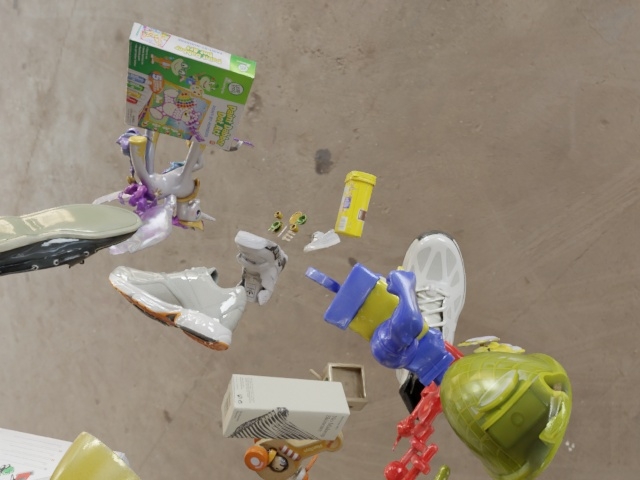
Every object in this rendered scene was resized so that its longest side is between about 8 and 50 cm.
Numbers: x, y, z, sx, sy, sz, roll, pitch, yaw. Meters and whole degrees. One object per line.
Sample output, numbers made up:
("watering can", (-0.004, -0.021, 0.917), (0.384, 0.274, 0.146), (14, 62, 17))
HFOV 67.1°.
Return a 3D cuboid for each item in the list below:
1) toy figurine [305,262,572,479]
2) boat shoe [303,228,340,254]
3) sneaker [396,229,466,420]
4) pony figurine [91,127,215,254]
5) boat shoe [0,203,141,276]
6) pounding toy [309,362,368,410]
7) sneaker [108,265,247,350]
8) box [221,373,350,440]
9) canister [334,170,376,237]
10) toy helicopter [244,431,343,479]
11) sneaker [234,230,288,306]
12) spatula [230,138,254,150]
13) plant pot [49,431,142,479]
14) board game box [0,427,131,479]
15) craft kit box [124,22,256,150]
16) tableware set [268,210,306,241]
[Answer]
("toy figurine", (0.053, 0.110, 0.468), (0.217, 0.362, 0.191), (40, 90, 9))
("boat shoe", (0.000, 0.000, 1.623), (0.066, 0.184, 0.063), (-30, 84, 43))
("sneaker", (0.270, 0.212, 1.132), (0.168, 0.257, 0.448), (4, 101, 5))
("pony figurine", (-0.462, -0.143, 1.363), (0.303, 0.350, 0.364), (49, 141, 39))
("boat shoe", (-0.542, 0.009, 0.999), (0.127, 0.340, 0.113), (36, 123, 27))
("pounding toy", (0.050, 0.415, 1.385), (0.100, 0.141, 0.130), (112, 160, -49))
("sneaker", (-0.241, 0.089, 0.839), (0.262, 0.099, 0.121), (22, 64, 18))
("box", (-0.081, 0.388, 1.112), (0.094, 0.274, 0.113), (-109, 35, -53))
("canister", (0.093, -0.096, 1.334), (0.073, 0.126, 0.170), (14, 88, -7))
("toy helicopter", (-0.073, 0.752, 1.683), (0.354, 0.140, 0.235), (-25, 97, 15))
("sneaker", (-0.223, 0.106, 1.658), (0.137, 0.366, 0.210), (19, 80, 14))
("spatula", (-0.320, -0.363, 1.850), (0.084, 0.296, 0.030), (17, 109, 2))
("plant pot", (-0.286, 0.320, 0.594), (0.134, 0.095, 0.134), (22, 135, 24))
("board game box", (-0.513, 0.435, 0.828), (0.305, 0.193, 0.053), (3, 121, 17))
("craft kit box", (-0.290, -0.318, 1.049), (0.250, 0.246, 0.061), (128, 146, -55))
("tableware set", (-0.105, -0.056, 1.485), (0.104, 0.024, 0.154), (-50, 34, -9))
